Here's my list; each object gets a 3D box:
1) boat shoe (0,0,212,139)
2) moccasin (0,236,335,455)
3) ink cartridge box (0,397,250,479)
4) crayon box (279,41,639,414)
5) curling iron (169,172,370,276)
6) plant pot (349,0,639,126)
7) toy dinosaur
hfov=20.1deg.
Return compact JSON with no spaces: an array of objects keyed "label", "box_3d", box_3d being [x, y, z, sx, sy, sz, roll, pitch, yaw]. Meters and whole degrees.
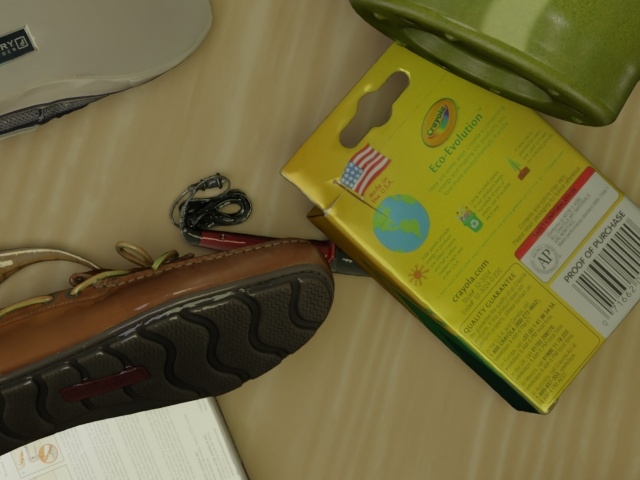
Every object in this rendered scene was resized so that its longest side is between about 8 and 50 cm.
[{"label":"boat shoe","box_3d":[-0.267,-0.151,1.551,0.341,0.158,0.127,-19,88,-31]},{"label":"moccasin","box_3d":[-0.172,0.077,1.547,0.380,0.147,0.139,-23,134,13]},{"label":"ink cartridge box","box_3d":[-0.182,0.221,1.611,0.225,0.056,0.181,-22,91,0]},{"label":"crayon box","box_3d":[0.136,-0.024,1.596,0.318,0.081,0.202,43,80,-8]},{"label":"curling iron","box_3d":[0.000,0.000,1.623,0.274,0.035,0.068,15,94,-7]},{"label":"plant pot","box_3d":[0.200,-0.293,1.436,0.366,0.366,0.353,26,89,-7]},{"label":"toy dinosaur","box_3d":[-0.297,0.023,1.595,0.211,0.064,0.112,-24,123,1]}]
